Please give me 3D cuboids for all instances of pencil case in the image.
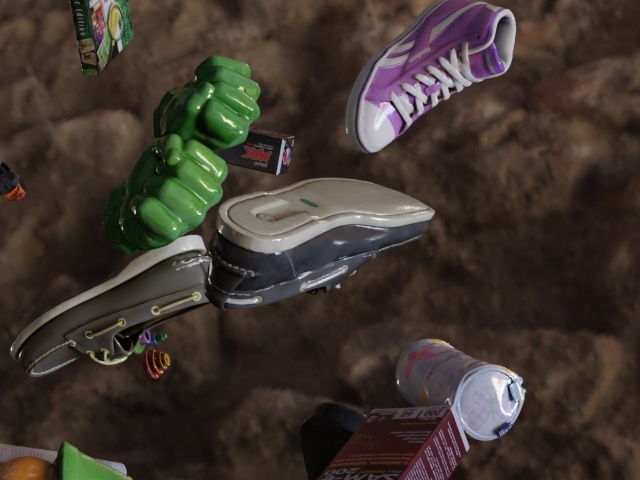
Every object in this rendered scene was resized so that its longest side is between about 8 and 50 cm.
[{"bbox_3d":[0.213,0.226,2.292,0.124,0.113,0.273,-38,-165,-12],"label":"pencil case"}]

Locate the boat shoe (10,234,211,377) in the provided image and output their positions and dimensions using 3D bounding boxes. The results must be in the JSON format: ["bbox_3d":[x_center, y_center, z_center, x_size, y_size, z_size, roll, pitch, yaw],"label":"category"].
[{"bbox_3d":[-0.262,0.103,1.867,0.305,0.091,0.109,-31,167,17],"label":"boat shoe"}]

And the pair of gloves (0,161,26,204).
[{"bbox_3d":[-0.387,-0.053,1.709,0.083,0.010,0.074,-41,-125,-6],"label":"pair of gloves"}]

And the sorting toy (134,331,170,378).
[{"bbox_3d":[-0.265,0.167,2.313,0.042,0.102,0.061,-17,-154,14],"label":"sorting toy"}]

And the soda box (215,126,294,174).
[{"bbox_3d":[-0.128,-0.143,2.182,0.169,0.060,0.053,13,-168,16],"label":"soda box"}]

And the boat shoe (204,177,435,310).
[{"bbox_3d":[0.000,0.000,1.151,0.084,0.079,0.233,30,-152,33],"label":"boat shoe"}]

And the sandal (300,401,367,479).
[{"bbox_3d":[0.031,0.417,2.166,0.167,0.446,0.107,15,-132,27],"label":"sandal"}]

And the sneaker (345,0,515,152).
[{"bbox_3d":[0.158,-0.226,1.994,0.161,0.102,0.282,16,-118,45],"label":"sneaker"}]

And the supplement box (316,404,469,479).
[{"bbox_3d":[0.078,0.301,1.855,0.130,0.073,0.239,-8,-157,34],"label":"supplement box"}]

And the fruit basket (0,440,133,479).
[{"bbox_3d":[-0.417,0.377,1.874,0.353,0.165,0.327,8,-148,-15],"label":"fruit basket"}]

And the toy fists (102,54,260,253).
[{"bbox_3d":[-0.162,-0.109,1.769,0.142,0.096,0.279,-15,-139,42],"label":"toy fists"}]

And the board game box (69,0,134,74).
[{"bbox_3d":[-0.289,-0.356,1.869,0.030,0.260,0.136,1,-150,12],"label":"board game box"}]
